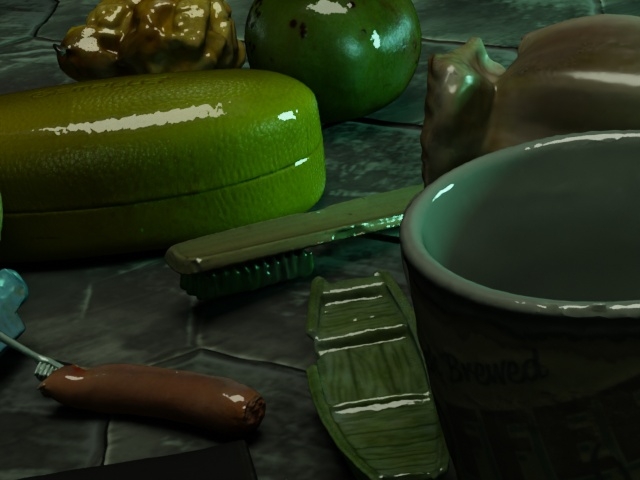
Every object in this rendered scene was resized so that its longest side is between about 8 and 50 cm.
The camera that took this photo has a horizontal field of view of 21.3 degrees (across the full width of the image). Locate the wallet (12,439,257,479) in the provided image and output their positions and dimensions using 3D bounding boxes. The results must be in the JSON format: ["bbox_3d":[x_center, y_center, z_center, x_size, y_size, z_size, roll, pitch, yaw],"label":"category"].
[{"bbox_3d":[-0.159,0.185,1.114,0.244,0.025,0.124,-11,26,-7],"label":"wallet"}]

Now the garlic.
[{"bbox_3d":[0.209,-0.004,1.123,0.325,0.279,0.132,19,16,13],"label":"garlic"}]

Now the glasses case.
[{"bbox_3d":[-0.183,-0.076,1.524,0.371,0.141,0.173,-7,26,2],"label":"glasses case"}]

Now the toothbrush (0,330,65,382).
[{"bbox_3d":[-0.275,0.055,1.265,0.219,0.016,0.019,33,42,-15],"label":"toothbrush"}]

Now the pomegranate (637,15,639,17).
[{"bbox_3d":[0.247,-0.055,1.298,0.221,0.221,0.257,-28,5,-37],"label":"pomegranate"}]

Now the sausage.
[{"bbox_3d":[-0.120,0.114,1.233,0.177,0.040,0.047,6,35,26],"label":"sausage"}]

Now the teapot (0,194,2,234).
[{"bbox_3d":[-0.375,-0.021,1.368,0.311,0.203,0.167,-45,-5,-1],"label":"teapot"}]

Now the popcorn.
[{"bbox_3d":[-0.176,-0.210,1.814,0.194,0.140,0.163,-10,32,17],"label":"popcorn"}]

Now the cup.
[{"bbox_3d":[0.144,0.082,0.984,0.227,0.257,0.301,-19,29,-28],"label":"cup"}]

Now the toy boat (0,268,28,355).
[{"bbox_3d":[-0.315,0.094,1.300,0.102,0.088,0.215,-32,8,40],"label":"toy boat"}]

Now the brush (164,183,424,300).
[{"bbox_3d":[0.000,0.000,1.436,0.282,0.048,0.054,-16,29,-33],"label":"brush"}]

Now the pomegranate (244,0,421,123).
[{"bbox_3d":[0.007,-0.228,1.698,0.181,0.224,0.181,-6,34,4],"label":"pomegranate"}]

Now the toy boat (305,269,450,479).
[{"bbox_3d":[0.040,0.108,1.187,0.093,0.055,0.293,-8,25,-3],"label":"toy boat"}]
